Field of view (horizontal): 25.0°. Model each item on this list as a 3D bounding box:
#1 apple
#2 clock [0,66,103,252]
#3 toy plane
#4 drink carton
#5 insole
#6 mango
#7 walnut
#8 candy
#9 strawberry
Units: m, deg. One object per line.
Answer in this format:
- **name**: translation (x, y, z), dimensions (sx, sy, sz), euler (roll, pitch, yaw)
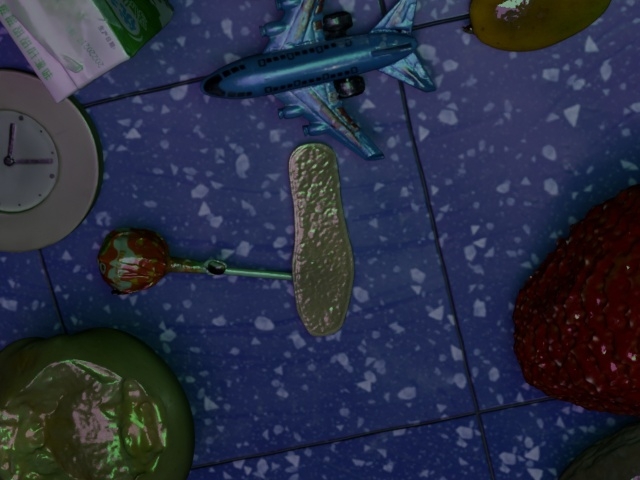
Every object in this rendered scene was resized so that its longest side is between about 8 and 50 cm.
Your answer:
- **apple**: translation (-0.286, 0.237, 1.785), dimensions (0.279, 0.279, 0.279), euler (1, 106, 5)
- **clock**: translation (-0.388, -0.100, 1.811), dimensions (0.235, 0.029, 0.235), euler (1, 104, 5)
- **toy plane**: translation (-0.007, -0.210, 1.703), dimensions (0.271, 0.105, 0.254), euler (-10, 104, 9)
- **drink carton**: translation (-0.267, -0.272, 1.622), dimensions (0.108, 0.271, 0.161), euler (-31, 103, 13)
- **insole**: translation (0.000, 0.000, 1.798), dimensions (0.081, 0.011, 0.248), euler (-8, 104, -11)
- **mango**: translation (0.255, -0.273, 1.685), dimensions (0.187, 0.066, 0.101), euler (-10, 106, 1)
- **walnut**: translation (0.387, 0.321, 1.791), dimensions (0.230, 0.178, 0.178), euler (-32, 101, 19)
- **candy**: translation (-0.137, 0.039, 1.813), dimensions (0.287, 0.078, 0.084), euler (7, 103, -5)
- **strawberry**: translation (0.382, 0.102, 1.691), dimensions (0.351, 0.267, 0.312), euler (-31, 106, 38)
